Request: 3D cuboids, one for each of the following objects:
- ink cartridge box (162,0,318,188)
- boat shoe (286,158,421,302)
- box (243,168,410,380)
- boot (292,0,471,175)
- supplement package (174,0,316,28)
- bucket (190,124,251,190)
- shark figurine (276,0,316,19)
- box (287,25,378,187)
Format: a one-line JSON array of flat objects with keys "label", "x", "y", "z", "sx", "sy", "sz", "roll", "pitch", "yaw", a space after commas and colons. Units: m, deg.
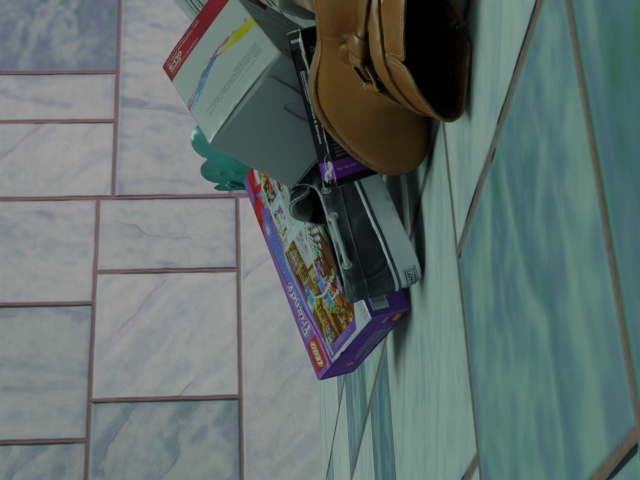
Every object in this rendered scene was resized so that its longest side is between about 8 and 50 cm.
[{"label": "ink cartridge box", "x": -0.065, "y": -0.169, "z": 1.347, "sx": 0.127, "sy": 0.128, "sz": 0.176, "roll": -51, "pitch": 40, "yaw": 15}, {"label": "boat shoe", "x": 0.008, "y": -0.060, "z": 1.380, "sx": 0.108, "sy": 0.102, "sz": 0.301, "roll": 79, "pitch": 168, "yaw": -60}, {"label": "box", "x": 0.000, "y": 0.000, "z": 1.527, "sx": 0.293, "sy": 0.057, "sz": 0.201, "roll": 69, "pitch": 153, "yaw": 19}, {"label": "boot", "x": 0.076, "y": -0.147, "z": 1.119, "sx": 0.220, "sy": 0.109, "sz": 0.283, "roll": 39, "pitch": 152, "yaw": 53}, {"label": "supplement package", "x": -0.076, "y": -0.393, "z": 1.766, "sx": 0.149, "sy": 0.203, "sz": 0.194, "roll": 48, "pitch": -127, "yaw": -41}, {"label": "bucket", "x": -0.064, "y": -0.206, "z": 1.920, "sx": 0.281, "sy": 0.183, "sz": 0.281, "roll": 4, "pitch": -90, "yaw": -69}, {"label": "shark figurine", "x": 0.076, "y": -0.330, "z": 1.221, "sx": 0.116, "sy": 0.166, "sz": 0.278, "roll": 3, "pitch": 75, "yaw": 62}, {"label": "box", "x": 0.035, "y": -0.145, "z": 1.270, "sx": 0.029, "sy": 0.116, "sz": 0.162, "roll": -1, "pitch": 105, "yaw": 53}]
